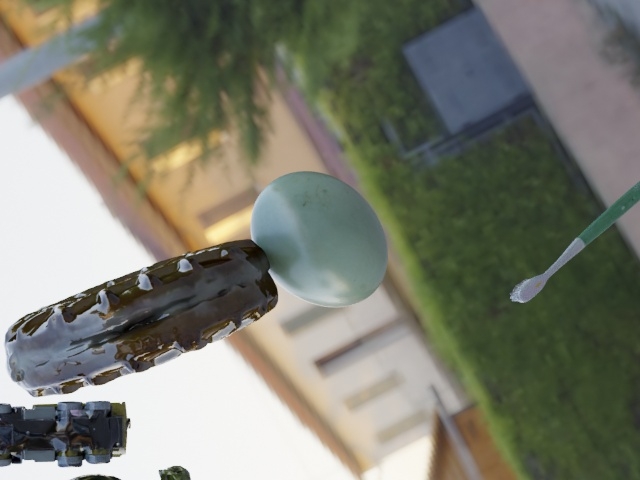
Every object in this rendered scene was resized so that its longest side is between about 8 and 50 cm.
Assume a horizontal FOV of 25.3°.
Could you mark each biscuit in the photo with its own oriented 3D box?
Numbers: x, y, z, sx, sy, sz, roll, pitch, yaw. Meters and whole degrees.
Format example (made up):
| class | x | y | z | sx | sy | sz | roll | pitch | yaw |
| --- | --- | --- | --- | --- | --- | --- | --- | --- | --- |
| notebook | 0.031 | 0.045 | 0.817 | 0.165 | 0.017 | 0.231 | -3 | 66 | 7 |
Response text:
| class | x | y | z | sx | sy | sz | roll | pitch | yaw |
| --- | --- | --- | --- | --- | --- | --- | --- | --- | --- |
| biscuit | -0.206 | 0.088 | 1.661 | 0.332 | 0.332 | 0.103 | -69 | -42 | -85 |

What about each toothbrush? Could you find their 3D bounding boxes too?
| class | x | y | z | sx | sy | sz | roll | pitch | yaw |
| --- | --- | --- | --- | --- | --- | --- | --- | --- | --- |
| toothbrush | 0.297 | -0.008 | 1.562 | 0.018 | 0.257 | 0.024 | 58 | 155 | -13 |

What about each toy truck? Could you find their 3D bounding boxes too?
| class | x | y | z | sx | sy | sz | roll | pitch | yaw |
| --- | --- | --- | --- | --- | --- | --- | --- | --- | --- |
| toy truck | -0.214 | 0.154 | 1.147 | 0.063 | 0.123 | 0.052 | 168 | 101 | -81 |

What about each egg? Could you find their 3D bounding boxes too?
| class | x | y | z | sx | sy | sz | roll | pitch | yaw |
| --- | --- | --- | --- | --- | --- | --- | --- | --- | --- |
| egg | 0.000 | 0.000 | 1.753 | 0.192 | 0.149 | 0.149 | 46 | -171 | -21 |

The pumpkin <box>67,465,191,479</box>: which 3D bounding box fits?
| class | x | y | z | sx | sy | sz | roll | pitch | yaw |
| --- | --- | --- | --- | --- | --- | --- | --- | --- | --- |
| pumpkin | -0.262 | 0.439 | 1.954 | 0.295 | 0.296 | 0.296 | 62 | -177 | -6 |
